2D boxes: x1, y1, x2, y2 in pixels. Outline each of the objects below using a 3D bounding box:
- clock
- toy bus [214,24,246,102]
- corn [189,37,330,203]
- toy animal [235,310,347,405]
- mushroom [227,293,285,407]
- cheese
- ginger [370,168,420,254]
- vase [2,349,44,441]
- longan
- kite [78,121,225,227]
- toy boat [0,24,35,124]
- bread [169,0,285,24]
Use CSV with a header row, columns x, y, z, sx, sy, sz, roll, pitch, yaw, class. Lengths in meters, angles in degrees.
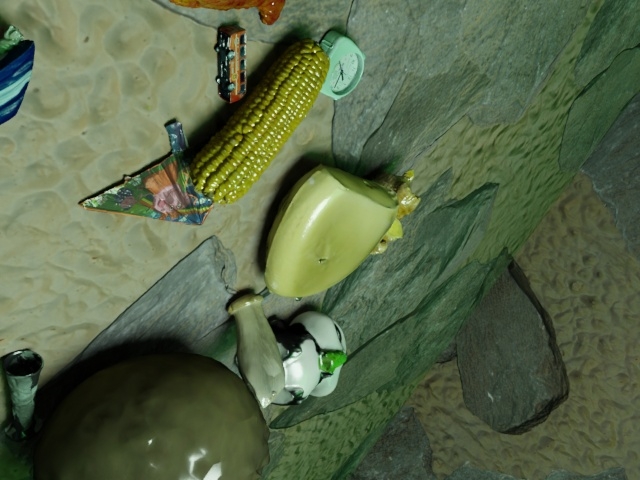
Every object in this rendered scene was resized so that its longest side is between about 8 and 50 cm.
x,y,z,sx,sy,sz,roll,pitch,yaw,class
0.034,-0.301,1.028,0.101,0.041,0.135,-57,150,11,clock
-0.132,-0.263,0.864,0.043,0.031,0.110,-34,147,-36,toy bus
-0.086,-0.187,0.918,0.313,0.102,0.102,-50,150,-5,corn
-0.041,0.285,1.414,0.267,0.212,0.212,-9,131,-43,toy animal
-0.134,0.236,1.222,0.096,0.246,0.108,-30,151,32,mushroom
0.000,0.000,1.189,0.260,0.128,0.315,21,118,-38,cheese
0.143,-0.079,1.314,0.102,0.157,0.216,35,92,-36,ginger
-0.488,0.258,0.950,0.059,0.059,0.166,-17,137,-43,vase
-0.284,0.403,1.058,0.436,0.404,0.403,9,117,-54,longan
-0.225,-0.096,0.946,0.321,0.016,0.233,-34,148,-23,kite
-0.401,-0.221,0.533,0.221,0.067,0.291,-32,143,-26,toy boat
-0.105,-0.352,0.739,0.269,0.095,0.139,-10,139,-53,bread
